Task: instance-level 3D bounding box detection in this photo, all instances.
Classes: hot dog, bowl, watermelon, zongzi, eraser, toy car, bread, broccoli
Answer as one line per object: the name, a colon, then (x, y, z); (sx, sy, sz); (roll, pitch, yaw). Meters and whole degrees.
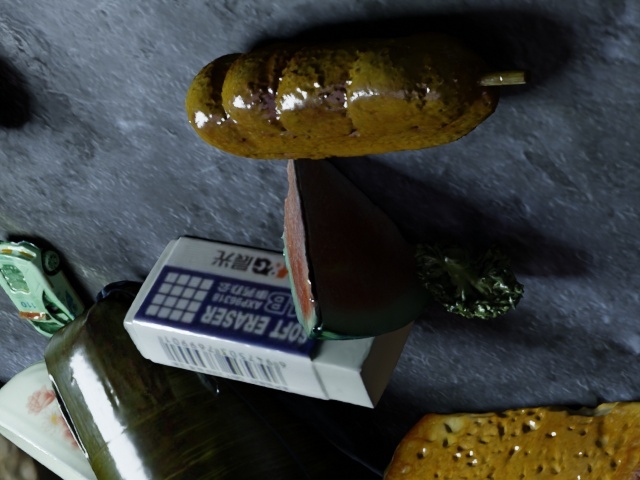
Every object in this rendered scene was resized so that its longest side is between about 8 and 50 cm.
hot dog: (0.258, 0.298, 1.697); (0.405, 0.185, 0.223); (-9, 131, 43)
bowl: (-0.272, 0.235, 2.002); (0.277, 0.145, 0.277); (31, 167, 8)
watermelon: (-0.005, 0.021, 1.539); (0.136, 0.207, 0.202); (-38, 96, 27)
zongzi: (-0.082, 0.217, 1.886); (0.208, 0.432, 0.403); (-42, 71, 37)
eraser: (-0.053, 0.083, 1.678); (0.279, 0.124, 0.081); (10, 145, 26)
toy car: (-0.327, 0.069, 1.922); (0.093, 0.058, 0.186); (3, 140, 30)
bread: (0.031, -0.126, 1.365); (0.344, 0.084, 0.124); (-4, 159, 39)
broccoli: (0.136, 0.028, 1.513); (0.095, 0.097, 0.092); (-19, 139, 10)

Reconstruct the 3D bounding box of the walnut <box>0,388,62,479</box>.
walnut: (-0.491, 0.320, 2.232); (0.273, 0.273, 0.227); (36, 179, -13)
